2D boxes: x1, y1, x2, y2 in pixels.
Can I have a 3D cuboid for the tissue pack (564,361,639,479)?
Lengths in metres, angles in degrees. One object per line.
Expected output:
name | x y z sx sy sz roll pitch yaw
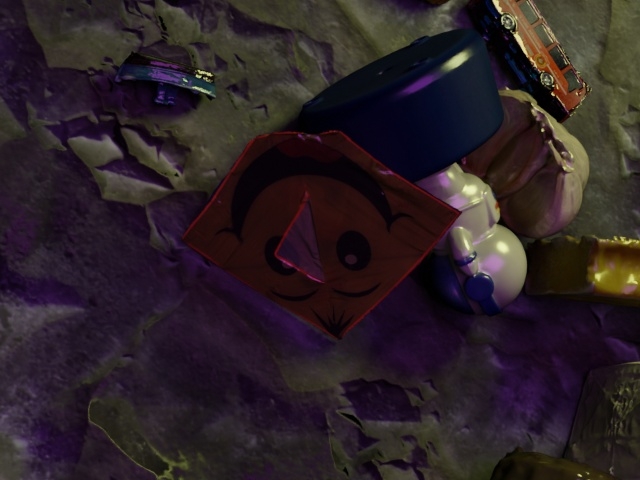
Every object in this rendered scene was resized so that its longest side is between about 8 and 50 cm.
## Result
tissue pack | 0.567 0.312 1.473 0.356 0.266 0.194 22 75 -13

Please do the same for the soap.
soap | 0.479 0.054 1.526 0.315 0.199 0.091 8 86 -19

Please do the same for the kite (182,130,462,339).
kite | 0.000 0.001 1.375 0.377 0.013 0.328 -3 121 12

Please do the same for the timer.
timer | 0.165 -0.065 1.434 0.270 0.270 0.384 -32 105 -20

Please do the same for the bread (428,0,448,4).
bread | 0.161 -0.433 1.561 0.149 0.073 0.122 30 71 -12

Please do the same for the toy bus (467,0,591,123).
toy bus | 0.318 -0.288 1.593 0.096 0.073 0.235 -36 93 -27

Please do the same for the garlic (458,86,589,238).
garlic | 0.311 -0.118 1.512 0.142 0.178 0.229 -10 68 -35

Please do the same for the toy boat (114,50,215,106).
toy boat | -0.208 -0.213 1.415 0.137 0.060 0.061 13 102 -21

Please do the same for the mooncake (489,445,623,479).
mooncake | 0.325 0.368 1.411 0.228 0.228 0.124 32 65 -11
